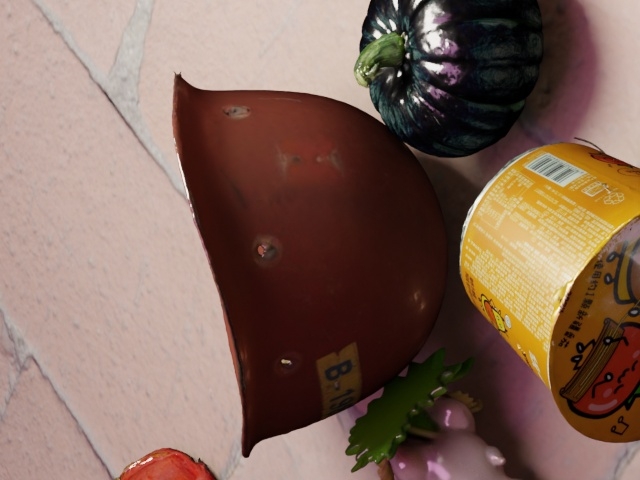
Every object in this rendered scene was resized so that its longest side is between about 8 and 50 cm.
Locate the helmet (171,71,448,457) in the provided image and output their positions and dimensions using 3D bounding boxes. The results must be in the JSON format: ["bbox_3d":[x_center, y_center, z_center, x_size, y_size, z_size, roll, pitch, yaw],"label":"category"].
[{"bbox_3d":[0.000,0.000,1.723,0.385,0.230,0.338,86,172,-59],"label":"helmet"}]

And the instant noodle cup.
[{"bbox_3d":[0.223,0.028,1.518,0.172,0.215,0.216,41,128,50],"label":"instant noodle cup"}]

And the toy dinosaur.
[{"bbox_3d":[0.134,0.196,1.750,0.177,0.152,0.194,46,158,-21],"label":"toy dinosaur"}]

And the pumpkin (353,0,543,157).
[{"bbox_3d":[0.112,-0.168,1.654,0.194,0.150,0.194,-32,43,36],"label":"pumpkin"}]

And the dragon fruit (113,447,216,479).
[{"bbox_3d":[-0.199,0.355,2.144,0.218,0.148,0.224,-7,93,50],"label":"dragon fruit"}]
